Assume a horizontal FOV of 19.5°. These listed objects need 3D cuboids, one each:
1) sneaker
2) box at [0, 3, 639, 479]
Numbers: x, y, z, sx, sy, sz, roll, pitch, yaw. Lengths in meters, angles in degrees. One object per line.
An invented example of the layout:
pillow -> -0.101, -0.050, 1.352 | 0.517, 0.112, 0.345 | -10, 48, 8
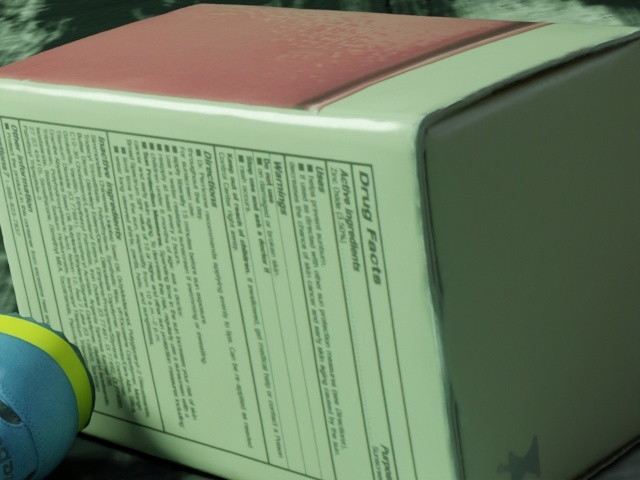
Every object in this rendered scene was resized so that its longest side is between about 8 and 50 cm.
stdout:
sneaker -> -0.191, 0.067, 0.712 | 0.209, 0.069, 0.082 | 0, 24, 26
box -> 0.000, 0.000, 0.686 | 0.232, 0.149, 0.127 | 10, 26, 44
